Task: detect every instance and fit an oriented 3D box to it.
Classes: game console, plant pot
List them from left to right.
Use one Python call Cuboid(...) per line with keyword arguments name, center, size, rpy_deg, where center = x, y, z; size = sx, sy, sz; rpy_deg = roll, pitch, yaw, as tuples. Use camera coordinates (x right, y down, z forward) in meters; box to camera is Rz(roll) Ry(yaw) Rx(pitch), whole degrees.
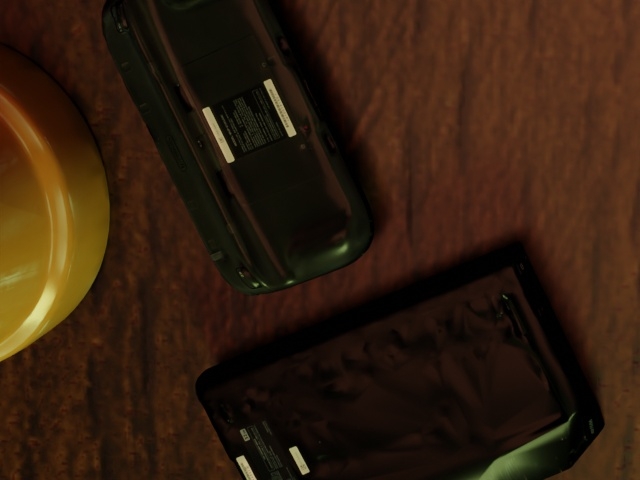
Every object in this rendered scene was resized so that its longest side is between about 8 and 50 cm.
Cuboid(name="plant pot", center=(-0.250, -0.003, 0.958), size=(0.205, 0.188, 0.205), rpy_deg=(5, 108, 15))
Cuboid(name="game console", center=(0.000, 0.000, 0.965), size=(0.213, 0.044, 0.361), rpy_deg=(-23, 99, 20))
